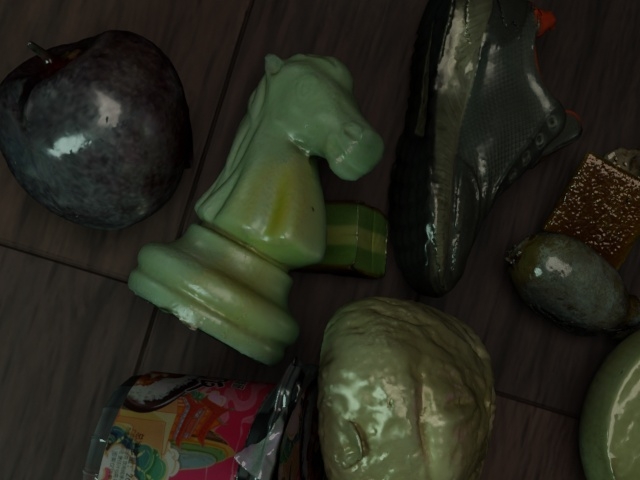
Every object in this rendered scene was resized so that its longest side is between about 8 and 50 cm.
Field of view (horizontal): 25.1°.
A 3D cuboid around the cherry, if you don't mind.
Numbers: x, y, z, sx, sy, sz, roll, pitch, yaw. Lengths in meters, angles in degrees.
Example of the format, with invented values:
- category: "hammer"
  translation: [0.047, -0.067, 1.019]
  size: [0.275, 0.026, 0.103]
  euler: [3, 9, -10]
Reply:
- category: "cherry"
  translation: [-0.214, -0.103, 1.364]
  size: [0.195, 0.195, 0.195]
  euler: [1, 82, -6]

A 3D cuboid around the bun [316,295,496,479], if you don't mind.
- category: "bun"
  translation: [0.087, 0.151, 1.325]
  size: [0.153, 0.244, 0.243]
  euler: [-12, 83, 15]

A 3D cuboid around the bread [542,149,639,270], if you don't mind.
- category: "bread"
  translation: [0.287, -0.030, 1.461]
  size: [0.090, 0.035, 0.094]
  euler: [29, 105, 1]

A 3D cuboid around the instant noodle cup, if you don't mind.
- category: "instant noodle cup"
  translation: [-0.108, 0.224, 1.307]
  size: [0.182, 0.258, 0.302]
  euler: [10, 114, 12]

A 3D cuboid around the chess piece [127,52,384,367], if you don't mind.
- category: "chess piece"
  translation: [-0.045, -0.041, 1.367]
  size: [0.176, 0.176, 0.298]
  euler: [28, 83, -2]

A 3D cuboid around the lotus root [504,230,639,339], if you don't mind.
- category: "lotus root"
  translation: [0.258, 0.050, 1.443]
  size: [0.165, 0.088, 0.088]
  euler: [33, 80, -13]

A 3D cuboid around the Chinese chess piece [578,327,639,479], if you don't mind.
- category: "Chinese chess piece"
  translation: [0.380, 0.195, 1.419]
  size: [0.250, 0.101, 0.250]
  euler: [1, 86, -8]

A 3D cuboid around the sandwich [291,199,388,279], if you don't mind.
- category: "sandwich"
  translation: [0.000, 0.000, 1.457]
  size: [0.116, 0.074, 0.074]
  euler: [1, 82, 26]

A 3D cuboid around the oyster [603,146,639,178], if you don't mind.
- category: "oyster"
  translation: [0.341, -0.077, 1.498]
  size: [0.083, 0.038, 0.080]
  euler: [29, 69, 24]

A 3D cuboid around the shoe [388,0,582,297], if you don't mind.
- category: "shoe"
  translation: [0.174, -0.098, 1.439]
  size: [0.171, 0.132, 0.336]
  euler: [12, 78, -14]
